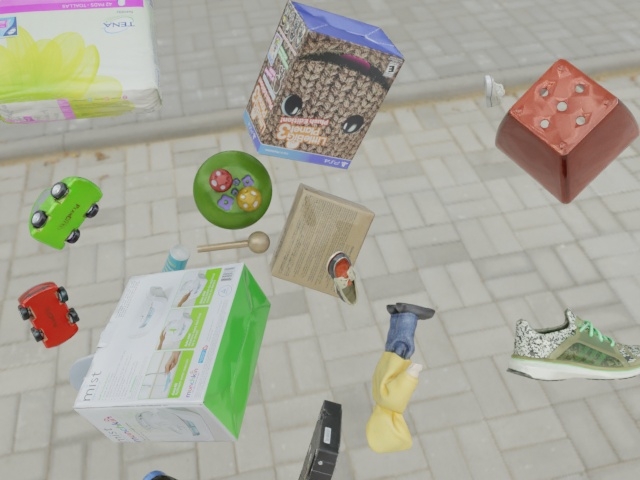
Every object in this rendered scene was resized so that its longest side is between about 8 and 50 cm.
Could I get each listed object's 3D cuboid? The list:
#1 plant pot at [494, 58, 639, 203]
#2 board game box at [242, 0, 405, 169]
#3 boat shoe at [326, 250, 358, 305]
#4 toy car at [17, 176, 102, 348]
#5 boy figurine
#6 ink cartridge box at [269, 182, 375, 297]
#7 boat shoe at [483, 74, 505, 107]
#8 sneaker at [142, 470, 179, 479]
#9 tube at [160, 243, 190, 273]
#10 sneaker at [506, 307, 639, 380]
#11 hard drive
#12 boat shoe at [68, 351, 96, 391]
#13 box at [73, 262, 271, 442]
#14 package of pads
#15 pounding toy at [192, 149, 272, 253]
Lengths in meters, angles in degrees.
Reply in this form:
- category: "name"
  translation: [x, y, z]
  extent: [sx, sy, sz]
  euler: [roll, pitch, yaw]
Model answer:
- category: "plant pot"
  translation: [0.609, -0.293, 1.614]
  extent: [0.267, 0.235, 0.267]
  euler: [-46, 68, 8]
- category: "board game box"
  translation: [-0.001, -0.322, 1.381]
  extent: [0.232, 0.291, 0.141]
  euler: [6, 40, -29]
- category: "boat shoe"
  translation: [0.045, 0.072, 1.212]
  extent: [0.049, 0.137, 0.043]
  euler: [-30, 51, -14]
- category: "toy car"
  translation: [-0.363, 0.009, 0.815]
  extent: [0.053, 0.239, 0.225]
  euler: [36, 88, 39]
- category: "boy figurine"
  translation: [0.151, 0.263, 1.233]
  extent: [0.092, 0.177, 0.285]
  euler: [13, 75, -12]
- category: "ink cartridge box"
  translation: [0.000, 0.000, 1.606]
  extent: [0.193, 0.235, 0.088]
  euler: [20, 10, -13]
- category: "boat shoe"
  translation: [0.312, -0.268, 1.153]
  extent: [0.035, 0.100, 0.035]
  euler: [-10, 71, 14]
- category: "sneaker"
  translation: [-0.222, 0.497, 1.158]
  extent: [0.090, 0.232, 0.081]
  euler: [5, 57, 53]
- category: "tube"
  translation: [-0.404, 0.086, 1.764]
  extent: [0.052, 0.207, 0.080]
  euler: [-23, 68, -36]
- category: "sneaker"
  translation: [0.699, 0.270, 1.710]
  extent: [0.410, 0.182, 0.158]
  euler: [-3, 0, -1]
- category: "hard drive"
  translation: [-0.014, 0.641, 1.757]
  extent: [0.064, 0.339, 0.237]
  euler: [17, 17, -1]
- category: "boat shoe"
  translation: [-0.469, 0.319, 1.725]
  extent: [0.367, 0.136, 0.156]
  euler: [-16, 2, 9]
- category: "box"
  translation: [-0.230, 0.179, 1.041]
  extent: [0.231, 0.127, 0.262]
  euler: [-9, 45, 20]
- category: "package of pads"
  translation: [-0.438, -0.329, 1.146]
  extent: [0.296, 0.101, 0.229]
  euler: [-7, 76, -9]
- category: "pounding toy"
  translation: [-0.192, -0.085, 1.439]
  extent: [0.182, 0.237, 0.110]
  euler: [-1, 4, -11]
